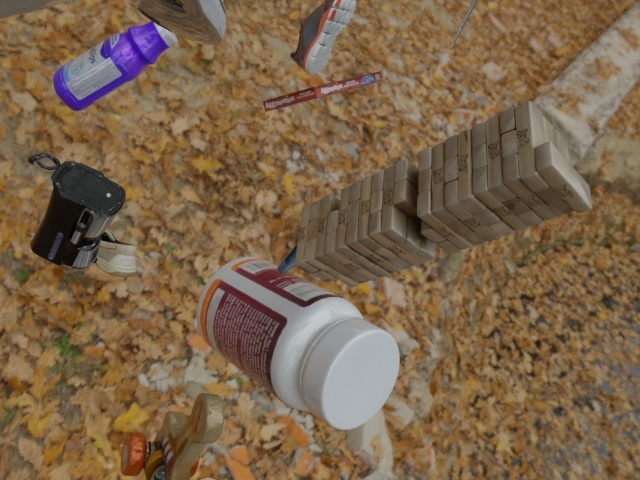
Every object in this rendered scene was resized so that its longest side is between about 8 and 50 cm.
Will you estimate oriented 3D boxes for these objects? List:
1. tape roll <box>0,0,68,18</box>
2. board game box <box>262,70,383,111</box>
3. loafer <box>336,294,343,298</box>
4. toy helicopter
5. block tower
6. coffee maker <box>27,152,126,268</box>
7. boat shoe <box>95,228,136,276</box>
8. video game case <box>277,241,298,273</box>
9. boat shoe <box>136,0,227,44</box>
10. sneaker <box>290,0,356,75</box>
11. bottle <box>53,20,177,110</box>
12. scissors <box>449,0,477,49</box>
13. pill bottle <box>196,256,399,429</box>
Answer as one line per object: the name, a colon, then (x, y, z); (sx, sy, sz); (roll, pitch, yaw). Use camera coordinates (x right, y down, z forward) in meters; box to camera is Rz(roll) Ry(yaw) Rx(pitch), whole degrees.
tape roll: (-0.258, -0.181, 0.324); (0.392, 0.392, 0.072); (-23, 105, -45)
board game box: (0.012, -0.338, 1.411); (0.281, 0.145, 0.027); (-30, 108, -50)
loafer: (0.075, 0.298, 1.919); (0.084, 0.096, 0.268); (-2, 83, -13)
toy helicopter: (-0.253, 0.402, 1.122); (0.140, 0.355, 0.235); (14, 41, -25)
block tower: (0.122, -0.039, 0.712); (0.091, 0.335, 0.097); (30, 53, -37)
coffee maker: (-0.475, -0.054, 1.181); (0.171, 0.178, 0.120); (43, 34, 4)
boat shoe: (-0.598, 0.008, 1.706); (0.302, 0.098, 0.109); (23, 14, 38)
video game case: (0.000, 0.000, 1.058); (0.119, 0.166, 0.015); (-27, 80, -28)
boat shoe: (-0.178, -0.382, 0.825); (0.135, 0.367, 0.157); (20, 89, -2)
sneaker: (-0.001, -0.337, 0.959); (0.065, 0.158, 0.061); (36, 15, 24)
bottle: (-0.454, -0.398, 1.391); (0.092, 0.282, 0.118); (55, 10, -44)
scissors: (0.229, -0.374, 0.742); (0.021, 0.297, 0.109); (24, 1, -13)
pill bottle: (-0.051, 0.189, 1.214); (0.224, 0.224, 0.392); (-7, 21, -40)
